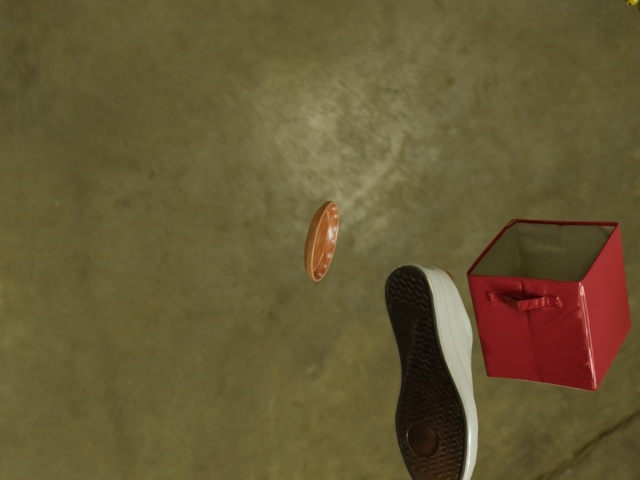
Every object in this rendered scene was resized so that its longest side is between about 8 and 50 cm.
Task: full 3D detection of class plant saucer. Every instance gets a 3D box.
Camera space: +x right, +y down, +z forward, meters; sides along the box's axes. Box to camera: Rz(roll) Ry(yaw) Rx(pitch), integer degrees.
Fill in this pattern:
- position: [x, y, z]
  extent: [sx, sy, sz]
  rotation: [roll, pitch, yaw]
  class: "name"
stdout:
- position: [0.000, 0.000, 1.006]
  extent: [0.013, 0.083, 0.084]
  rotation: [12, 112, 15]
  class: "plant saucer"

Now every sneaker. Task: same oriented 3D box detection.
- position: [0.157, 0.170, 1.217]
  extent: [0.123, 0.106, 0.290]
  rotation: [0, 84, -57]
  class: "sneaker"

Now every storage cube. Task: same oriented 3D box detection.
- position: [0.357, 0.095, 1.517]
  extent: [0.215, 0.183, 0.193]
  rotation: [-43, 127, -46]
  class: "storage cube"

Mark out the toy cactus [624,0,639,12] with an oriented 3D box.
- position: [0.500, -0.427, 1.444]
  extent: [0.180, 0.112, 0.219]
  rotation: [-14, 73, -16]
  class: "toy cactus"
